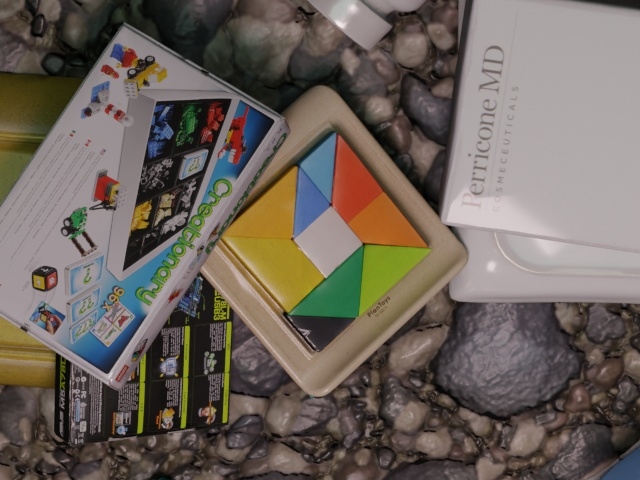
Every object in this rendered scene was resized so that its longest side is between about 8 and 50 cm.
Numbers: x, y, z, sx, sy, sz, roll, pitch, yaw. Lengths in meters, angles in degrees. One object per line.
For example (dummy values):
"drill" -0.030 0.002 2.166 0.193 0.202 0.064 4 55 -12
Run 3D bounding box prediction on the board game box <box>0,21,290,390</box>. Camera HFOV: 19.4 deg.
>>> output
"board game box" -0.192 -0.034 1.803 0.193 0.053 0.305 32 82 13

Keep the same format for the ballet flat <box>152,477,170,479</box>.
"ballet flat" -0.125 0.320 1.982 0.168 0.057 0.052 41 110 -5

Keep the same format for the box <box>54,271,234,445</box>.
"box" -0.177 0.104 1.902 0.184 0.045 0.191 -5 104 -33

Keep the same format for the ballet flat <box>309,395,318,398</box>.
"ballet flat" -0.022 0.041 1.910 0.087 0.083 0.247 -26 100 -4

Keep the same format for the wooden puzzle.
"wooden puzzle" 0.000 0.000 1.855 0.221 0.044 0.239 -42 98 -10

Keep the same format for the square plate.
"square plate" 0.306 -0.099 1.882 0.344 0.049 0.347 2 102 3

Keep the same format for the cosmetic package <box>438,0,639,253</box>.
"cosmetic package" 0.350 -0.104 1.772 0.453 0.161 0.230 8 102 2

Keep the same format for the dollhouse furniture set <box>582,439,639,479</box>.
"dollhouse furniture set" 0.283 0.348 1.964 0.303 0.198 0.286 -34 123 -22

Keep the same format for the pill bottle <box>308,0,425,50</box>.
"pill bottle" 0.082 -0.300 1.815 0.121 0.121 0.221 40 100 -5

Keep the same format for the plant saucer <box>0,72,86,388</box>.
"plant saucer" -0.343 -0.003 1.915 0.332 0.081 0.333 4 102 2
